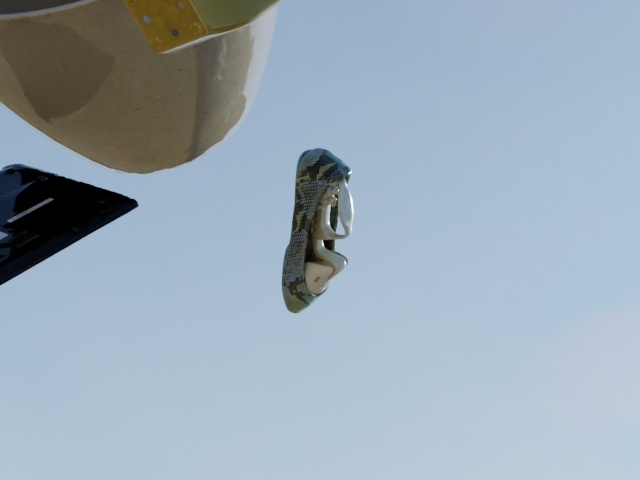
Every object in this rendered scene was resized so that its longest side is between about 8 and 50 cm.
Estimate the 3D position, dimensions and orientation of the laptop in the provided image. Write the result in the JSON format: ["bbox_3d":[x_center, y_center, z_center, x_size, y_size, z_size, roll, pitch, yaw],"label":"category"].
[{"bbox_3d":[-0.302,0.046,1.132,0.264,0.234,0.136,16,-51,41],"label":"laptop"}]

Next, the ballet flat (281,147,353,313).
[{"bbox_3d":[0.000,0.000,1.414,0.070,0.070,0.188,20,-58,26],"label":"ballet flat"}]

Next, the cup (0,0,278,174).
[{"bbox_3d":[-0.172,-0.200,1.225,0.331,0.331,0.237,17,-38,32],"label":"cup"}]

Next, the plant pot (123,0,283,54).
[{"bbox_3d":[-0.085,-0.166,0.916,0.081,0.083,0.081,-14,-63,34],"label":"plant pot"}]
